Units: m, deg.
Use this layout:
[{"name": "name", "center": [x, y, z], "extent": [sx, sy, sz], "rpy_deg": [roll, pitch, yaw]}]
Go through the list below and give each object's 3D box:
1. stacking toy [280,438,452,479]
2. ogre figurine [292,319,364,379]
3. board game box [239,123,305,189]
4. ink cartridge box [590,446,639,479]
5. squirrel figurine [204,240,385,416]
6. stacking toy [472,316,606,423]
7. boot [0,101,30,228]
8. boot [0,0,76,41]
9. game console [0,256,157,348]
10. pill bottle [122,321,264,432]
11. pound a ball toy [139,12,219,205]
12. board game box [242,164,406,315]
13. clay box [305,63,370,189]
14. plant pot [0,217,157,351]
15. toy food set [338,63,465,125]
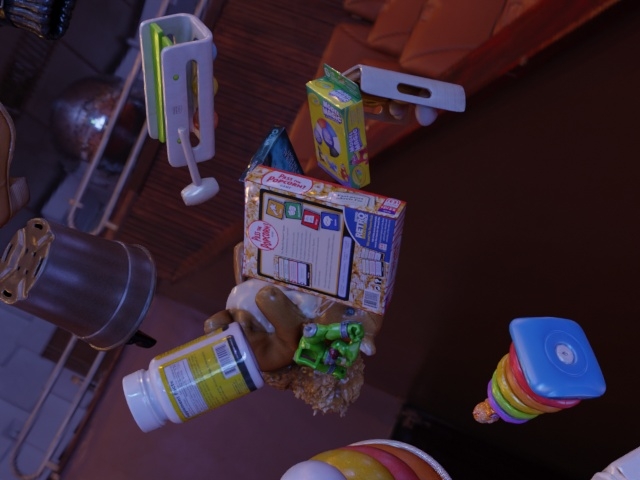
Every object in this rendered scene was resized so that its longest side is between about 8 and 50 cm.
[{"name": "stacking toy", "center": [0.041, 0.460, 1.339], "extent": [0.351, 0.350, 0.480], "rpy_deg": [-63, -30, -19]}, {"name": "ogre figurine", "center": [0.013, 0.216, 1.584], "extent": [0.197, 0.118, 0.097], "rpy_deg": [119, 162, -71]}, {"name": "board game box", "center": [-0.078, -0.101, 1.413], "extent": [0.126, 0.026, 0.186], "rpy_deg": [-62, -27, -22]}, {"name": "ink cartridge box", "center": [0.336, 0.203, 0.643], "extent": [0.273, 0.114, 0.197], "rpy_deg": [-21, -31, -18]}, {"name": "squirrel figurine", "center": [-0.013, 0.204, 1.813], "extent": [0.281, 0.370, 0.397], "rpy_deg": [-69, -34, -51]}, {"name": "stacking toy", "center": [0.384, 0.288, 1.528], "extent": [0.302, 0.175, 0.166], "rpy_deg": [124, 142, -47]}, {"name": "boot", "center": [-0.648, -0.135, 1.414], "extent": [0.220, 0.109, 0.283], "rpy_deg": [-56, -37, -58]}, {"name": "boot", "center": [-0.605, -0.409, 1.477], "extent": [0.131, 0.260, 0.348], "rpy_deg": [-78, 7, -62]}, {"name": "game console", "center": [-0.459, 0.125, 1.551], "extent": [0.213, 0.361, 0.044], "rpy_deg": [26, -92, -61]}, {"name": "pill bottle", "center": [-0.207, 0.226, 1.293], "extent": [0.208, 0.119, 0.119], "rpy_deg": [-23, -21, -4]}, {"name": "pound a ball toy", "center": [-0.250, -0.257, 1.567], "extent": [0.135, 0.208, 0.319], "rpy_deg": [-19, -44, -24]}, {"name": "board game box", "center": [0.000, 0.000, 0.974], "extent": [0.045, 0.193, 0.147], "rpy_deg": [-54, -25, -52]}, {"name": "clay box", "center": [0.033, -0.217, 1.518], "extent": [0.053, 0.127, 0.222], "rpy_deg": [-28, -47, -20]}, {"name": "plant pot", "center": [-0.348, 0.055, 1.111], "extent": [0.165, 0.167, 0.167], "rpy_deg": [30, -99, -45]}, {"name": "toy food set", "center": [0.141, -0.286, 1.657], "extent": [0.306, 0.219, 0.092], "rpy_deg": [-174, 91, -74]}]
